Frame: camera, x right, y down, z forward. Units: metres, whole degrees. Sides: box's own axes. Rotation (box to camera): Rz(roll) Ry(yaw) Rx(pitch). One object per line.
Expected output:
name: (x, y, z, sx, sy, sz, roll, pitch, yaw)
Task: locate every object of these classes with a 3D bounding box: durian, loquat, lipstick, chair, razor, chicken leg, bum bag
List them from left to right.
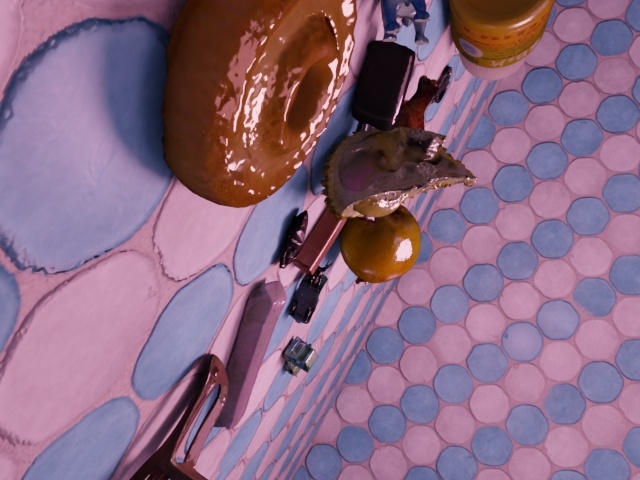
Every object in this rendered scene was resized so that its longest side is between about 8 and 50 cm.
chair: (-0.194, 0.375, 0.841, 0.326, 0.183, 0.175, -55, 164, -22)
bum bag: (-0.049, 0.002, 0.954, 0.058, 0.034, 0.124, -64, 174, -62)
lipstick: (0.000, 0.000, 1.092, 0.145, 0.045, 0.045, -58, 162, -14)
loquat: (0.146, 0.019, 1.322, 0.213, 0.214, 0.246, -41, 157, -54)
razor: (0.109, -0.272, 0.903, 0.054, 0.090, 0.148, -43, 154, -54)
durian: (0.134, -0.127, 0.957, 0.166, 0.307, 0.172, -150, -126, -72)
chicken leg: (0.176, -0.219, 1.120, 0.406, 0.096, 0.158, -63, 167, -19)

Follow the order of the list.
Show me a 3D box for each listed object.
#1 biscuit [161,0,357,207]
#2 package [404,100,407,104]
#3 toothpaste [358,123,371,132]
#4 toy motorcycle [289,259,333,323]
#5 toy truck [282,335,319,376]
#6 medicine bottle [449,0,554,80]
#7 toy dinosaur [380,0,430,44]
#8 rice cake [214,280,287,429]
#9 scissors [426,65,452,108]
biscuit: (-0.049, -0.169, 0.550, 0.296, 0.102, 0.296, -57, 164, -27)
package: (0.186, -0.296, 1.225, 0.200, 0.022, 0.083, -20, 128, -66)
toothpaste: (0.080, -0.191, 1.062, 0.045, 0.028, 0.169, -36, 148, -57)
toy motorcycle: (-0.024, 0.121, 1.205, 0.100, 0.058, 0.173, -53, 165, -55)
toy truck: (-0.054, 0.335, 1.420, 0.067, 0.081, 0.175, -52, 161, -29)
medicine bottle: (0.423, -0.533, 1.230, 0.224, 0.224, 0.384, -64, 166, 6)
toy dinosaur: (0.129, -0.374, 0.810, 0.329, 0.077, 0.144, 26, 59, -74)
rice cake: (-0.143, 0.235, 1.009, 0.073, 0.056, 0.364, -30, 144, -60)
scissors: (0.313, -0.401, 1.481, 0.300, 0.022, 0.109, -50, 157, -35)
